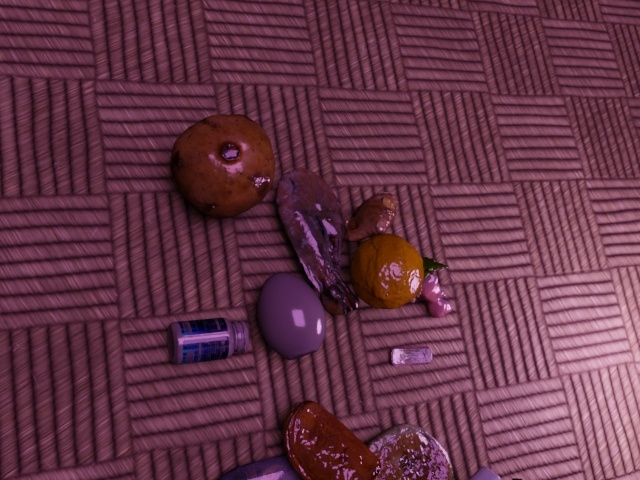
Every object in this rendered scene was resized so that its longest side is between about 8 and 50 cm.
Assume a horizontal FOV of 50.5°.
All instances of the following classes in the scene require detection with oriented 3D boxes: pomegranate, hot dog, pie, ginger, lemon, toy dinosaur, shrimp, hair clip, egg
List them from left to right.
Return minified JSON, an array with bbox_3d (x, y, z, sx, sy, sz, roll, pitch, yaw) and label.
[{"bbox_3d":[-0.252,-0.200,1.798,0.281,0.281,0.281,7,71,-21],"label":"pomegranate"},{"bbox_3d":[-0.080,0.195,1.790,0.176,0.176,0.232,-18,80,-27],"label":"egg"},{"bbox_3d":[0.000,0.000,1.935,0.221,0.110,0.445,-7,76,-42],"label":"shrimp"},{"bbox_3d":[0.018,0.532,1.730,0.272,0.122,0.196,36,37,14],"label":"hot dog"},{"bbox_3d":[0.156,-0.072,1.973,0.102,0.157,0.216,48,34,-14],"label":"ginger"},{"bbox_3d":[0.181,0.084,1.858,0.204,0.204,0.260,36,25,-9],"label":"lemon"},{"bbox_3d":[0.228,0.645,1.842,0.302,0.067,0.302,7,72,-22],"label":"pie"},{"bbox_3d":[0.263,0.337,1.977,0.137,0.022,0.054,1,75,-23],"label":"hair clip"},{"bbox_3d":[0.301,0.144,2.018,0.194,0.152,0.177,-5,105,-31],"label":"toy dinosaur"}]

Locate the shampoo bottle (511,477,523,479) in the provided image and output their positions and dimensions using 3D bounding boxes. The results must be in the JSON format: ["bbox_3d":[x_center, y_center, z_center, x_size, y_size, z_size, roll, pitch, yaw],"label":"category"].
[{"bbox_3d":[0.656,0.825,1.963,0.309,0.071,0.098,42,62,-6],"label":"shampoo bottle"}]

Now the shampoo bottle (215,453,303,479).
[{"bbox_3d":[-0.158,0.599,1.701,0.234,0.049,0.087,-6,69,-24],"label":"shampoo bottle"}]

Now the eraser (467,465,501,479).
[{"bbox_3d":[0.362,0.753,1.805,0.290,0.104,0.189,-32,133,-28],"label":"eraser"}]

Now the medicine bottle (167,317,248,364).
[{"bbox_3d":[-0.285,0.252,1.724,0.191,0.107,0.107,-3,75,-24],"label":"medicine bottle"}]
